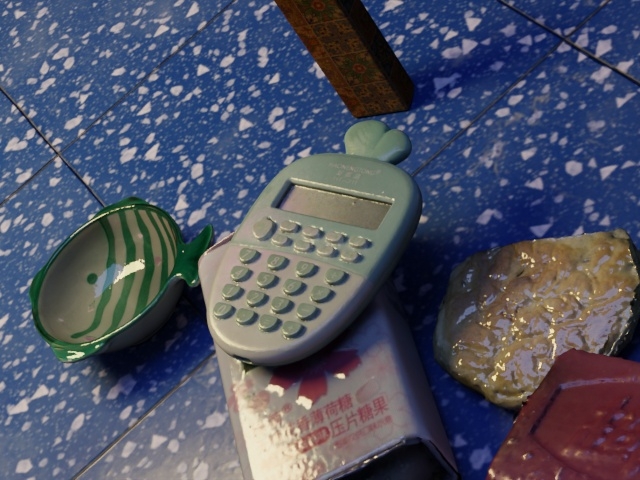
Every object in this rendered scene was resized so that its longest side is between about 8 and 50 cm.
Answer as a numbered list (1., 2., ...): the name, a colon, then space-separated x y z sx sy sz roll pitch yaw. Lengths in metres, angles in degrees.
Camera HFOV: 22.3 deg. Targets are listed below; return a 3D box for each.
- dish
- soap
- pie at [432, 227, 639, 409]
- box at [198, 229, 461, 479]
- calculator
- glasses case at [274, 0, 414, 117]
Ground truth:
1. dish: -0.209 0.055 1.812 0.246 0.078 0.224 -10 48 30
2. soap: 0.282 0.187 1.330 0.250 0.099 0.162 10 52 41
3. pie: 0.201 0.074 1.520 0.218 0.052 0.185 -10 47 27
4. box: -0.002 0.125 1.576 0.190 0.112 0.369 -30 41 11
5. calculator: 0.000 0.000 1.582 0.184 0.042 0.295 13 59 36
6. glasses case: 0.024 -0.228 1.795 0.075 0.218 0.049 -7 49 31
